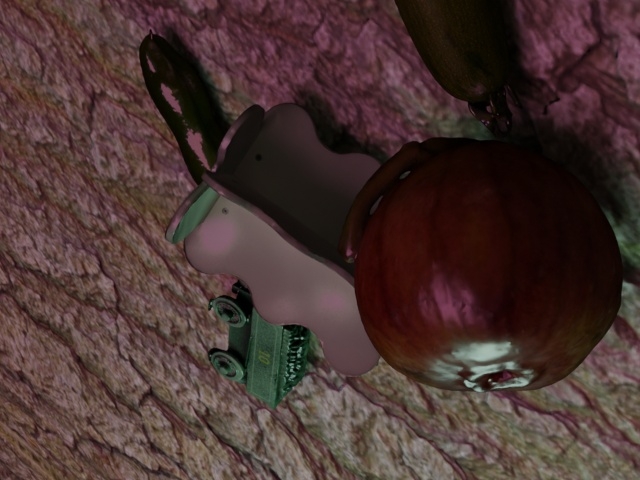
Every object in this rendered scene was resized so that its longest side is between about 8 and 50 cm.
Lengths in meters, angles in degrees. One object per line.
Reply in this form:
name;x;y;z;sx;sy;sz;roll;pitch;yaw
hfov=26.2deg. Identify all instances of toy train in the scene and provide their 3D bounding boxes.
toy train;-0.056;0.094;1.374;0.099;0.070;0.172;28;142;17

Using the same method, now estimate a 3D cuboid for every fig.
fig;0.114;0.012;0.984;0.205;0.205;0.205;31;142;28

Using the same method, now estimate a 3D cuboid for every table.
table;0.000;0.000;1.140;0.198;0.166;0.166;36;145;10

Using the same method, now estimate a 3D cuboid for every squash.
squash;0.077;-0.209;0.911;0.071;0.080;0.318;-108;4;-57

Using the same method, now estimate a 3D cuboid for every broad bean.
broad bean;-0.107;-0.081;1.280;0.065;0.046;0.254;22;140;56
